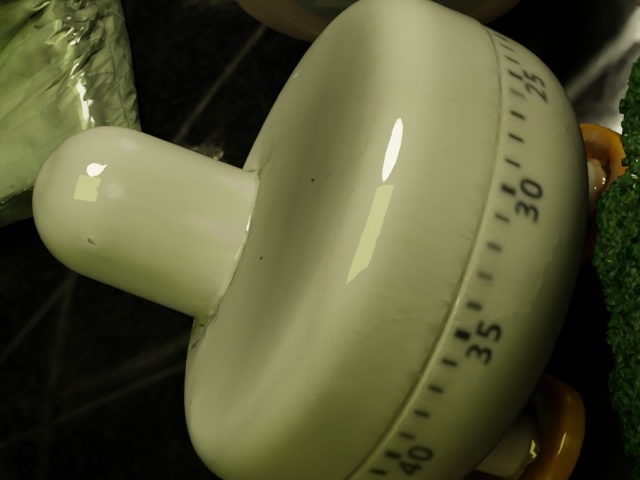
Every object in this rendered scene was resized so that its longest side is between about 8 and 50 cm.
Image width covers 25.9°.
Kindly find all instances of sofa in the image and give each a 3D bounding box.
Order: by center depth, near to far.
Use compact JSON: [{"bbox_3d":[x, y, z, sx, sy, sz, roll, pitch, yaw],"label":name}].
[{"bbox_3d":[-0.243,-0.119,0.802,0.210,0.225,0.176,-20,58,17],"label":"sofa"}]

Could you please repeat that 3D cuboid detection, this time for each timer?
[{"bbox_3d":[0.000,0.000,0.616,0.233,0.240,0.233,-58,19,34],"label":"timer"}]

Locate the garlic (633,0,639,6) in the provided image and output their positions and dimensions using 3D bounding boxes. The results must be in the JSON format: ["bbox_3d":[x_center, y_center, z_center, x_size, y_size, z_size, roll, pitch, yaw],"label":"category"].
[{"bbox_3d":[0.254,-0.184,0.565,0.340,0.231,0.245,1,73,22],"label":"garlic"}]

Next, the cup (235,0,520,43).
[{"bbox_3d":[0.050,-0.229,0.699,0.253,0.192,0.200,-23,61,44],"label":"cup"}]

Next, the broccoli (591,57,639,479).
[{"bbox_3d":[0.236,0.035,0.475,0.284,0.321,0.303,-12,72,-11],"label":"broccoli"}]
